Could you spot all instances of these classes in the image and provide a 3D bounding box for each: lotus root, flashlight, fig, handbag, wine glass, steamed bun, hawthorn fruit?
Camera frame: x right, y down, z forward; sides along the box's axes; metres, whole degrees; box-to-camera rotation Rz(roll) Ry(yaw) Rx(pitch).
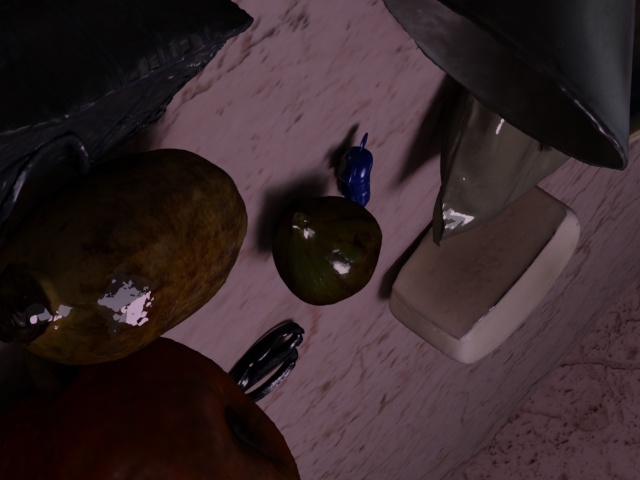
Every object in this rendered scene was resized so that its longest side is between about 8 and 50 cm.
[{"bbox_3d":[-0.146,0.013,1.079,0.145,0.128,0.260,-50,173,31],"label":"lotus root"},{"bbox_3d":[0.033,-0.063,1.517,0.121,0.035,0.057,87,22,-71],"label":"flashlight"},{"bbox_3d":[0.000,0.000,1.465,0.154,0.103,0.109,56,38,-60],"label":"fig"},{"bbox_3d":[-0.155,-0.088,0.961,0.270,0.088,0.175,-36,169,-47],"label":"handbag"},{"bbox_3d":[0.260,-0.292,1.285,0.406,0.267,0.267,-54,162,-3],"label":"wine glass"},{"bbox_3d":[0.207,0.036,1.932,0.241,0.146,0.164,-50,159,-6],"label":"steamed bun"},{"bbox_3d":[0.236,-0.158,1.686,0.316,0.109,0.253,-34,151,-39],"label":"handbag"},{"bbox_3d":[-0.149,0.204,1.255,0.258,0.262,0.258,25,90,-84],"label":"hawthorn fruit"}]

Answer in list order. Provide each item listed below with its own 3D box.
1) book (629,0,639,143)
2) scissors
[{"bbox_3d":[0.335,-0.253,1.389,0.228,0.322,0.018,-33,131,32],"label":"book"},{"bbox_3d":[-0.125,0.185,1.656,0.300,0.022,0.109,-36,154,-35],"label":"scissors"}]
